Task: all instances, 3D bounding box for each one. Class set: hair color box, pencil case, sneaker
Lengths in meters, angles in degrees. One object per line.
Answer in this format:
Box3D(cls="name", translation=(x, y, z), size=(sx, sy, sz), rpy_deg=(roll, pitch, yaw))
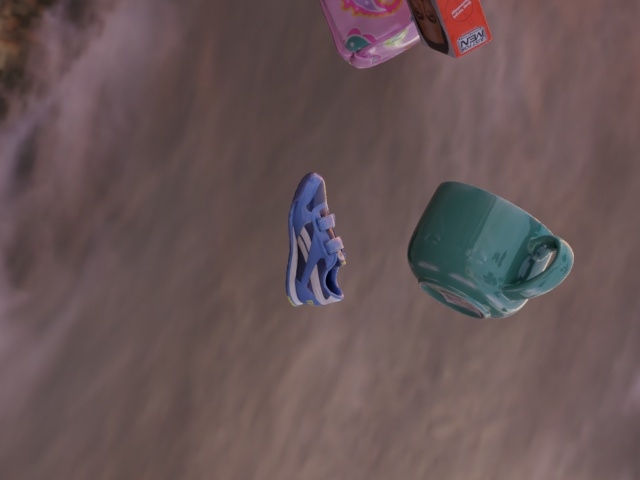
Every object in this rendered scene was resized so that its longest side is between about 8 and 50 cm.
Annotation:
Box3D(cls="hair color box", translation=(0.104, -0.243, 1.618), size=(0.043, 0.072, 0.141), rpy_deg=(-30, 116, -14))
Box3D(cls="pencil case", translation=(0.012, -0.312, 1.748), size=(0.284, 0.124, 0.124), rpy_deg=(60, 30, 5))
Box3D(cls="sneaker", translation=(0.000, 0.000, 1.835), size=(0.053, 0.059, 0.144), rpy_deg=(-24, 118, -61))

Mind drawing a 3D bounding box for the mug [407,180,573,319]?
Box3D(cls="mug", translation=(0.152, 0.016, 1.677), size=(0.097, 0.129, 0.158), rpy_deg=(-61, -170, -11))
